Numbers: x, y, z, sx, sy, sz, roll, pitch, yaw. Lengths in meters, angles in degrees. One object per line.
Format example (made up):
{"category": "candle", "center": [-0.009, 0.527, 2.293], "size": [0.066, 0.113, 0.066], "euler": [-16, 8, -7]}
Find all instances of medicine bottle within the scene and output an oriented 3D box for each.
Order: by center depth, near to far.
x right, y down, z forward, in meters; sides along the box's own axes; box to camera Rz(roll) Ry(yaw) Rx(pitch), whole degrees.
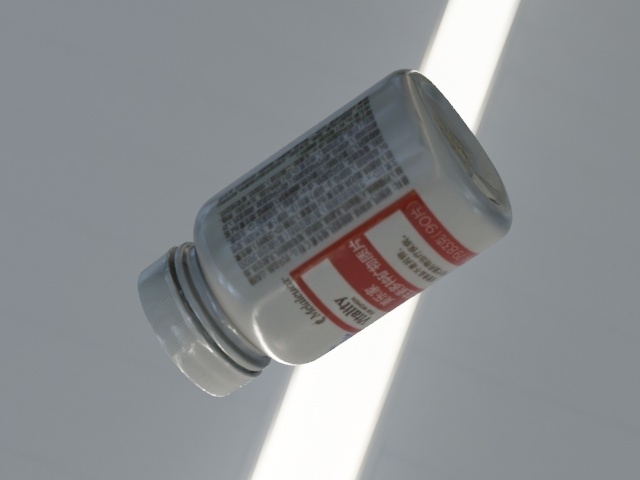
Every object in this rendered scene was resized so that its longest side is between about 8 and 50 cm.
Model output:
{"category": "medicine bottle", "center": [0.000, 0.000, 0.721], "size": [0.079, 0.140, 0.079], "euler": [51, -164, -20]}
